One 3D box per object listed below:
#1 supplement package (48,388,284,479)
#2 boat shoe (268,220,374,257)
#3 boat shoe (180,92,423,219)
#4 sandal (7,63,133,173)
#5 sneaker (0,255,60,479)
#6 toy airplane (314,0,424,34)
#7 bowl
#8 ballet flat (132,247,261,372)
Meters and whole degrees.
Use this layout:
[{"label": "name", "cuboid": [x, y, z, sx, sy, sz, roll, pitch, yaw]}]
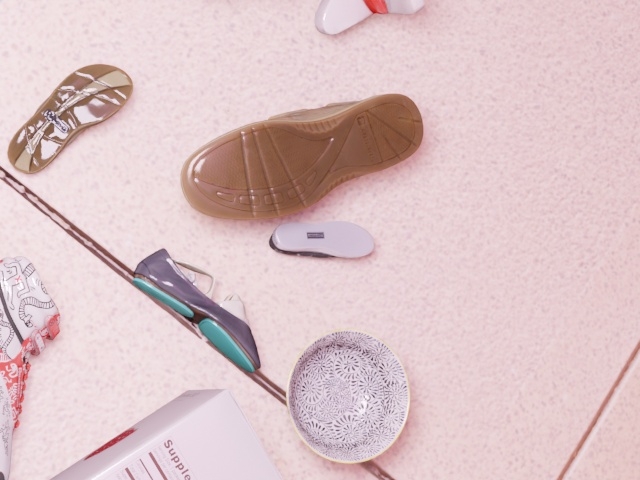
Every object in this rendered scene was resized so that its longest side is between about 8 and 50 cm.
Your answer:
[{"label": "supplement package", "cuboid": [-0.207, 0.320, 1.474, 0.293, 0.177, 0.175, -32, 95, -22]}, {"label": "boat shoe", "cuboid": [0.000, 0.000, 1.670, 0.142, 0.040, 0.049, 5, 72, -21]}, {"label": "boat shoe", "cuboid": [-0.032, -0.106, 1.635, 0.341, 0.110, 0.121, -16, 101, -26]}, {"label": "sandal", "cuboid": [-0.312, -0.152, 1.567, 0.180, 0.049, 0.072, -43, 94, -6]}, {"label": "sneaker", "cuboid": [-0.363, 0.153, 1.480, 0.145, 0.090, 0.270, -20, 103, -39]}, {"label": "toy airplane", "cuboid": [0.035, -0.459, 1.616, 0.384, 0.272, 0.386, 17, 77, -19]}, {"label": "bowl", "cuboid": [0.023, 0.200, 1.632, 0.170, 0.080, 0.170, 3, 82, -22]}, {"label": "ballet flat", "cuboid": [-0.141, 0.081, 1.590, 0.203, 0.074, 0.074, 39, 71, -10]}]
